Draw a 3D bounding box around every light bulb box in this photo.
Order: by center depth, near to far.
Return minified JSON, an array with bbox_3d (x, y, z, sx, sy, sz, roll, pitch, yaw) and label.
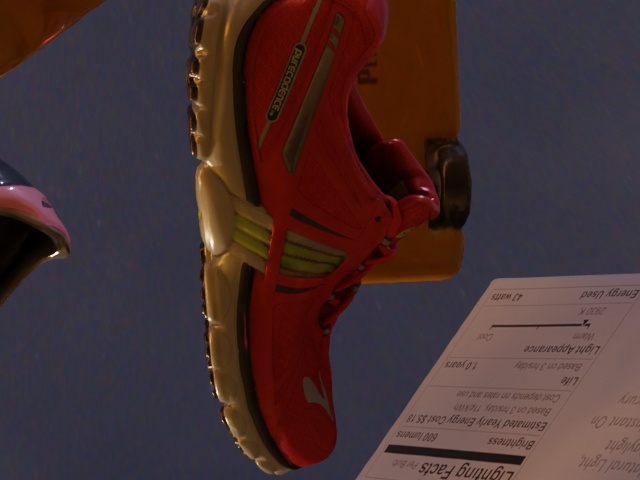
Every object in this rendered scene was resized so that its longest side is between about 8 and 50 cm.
[{"bbox_3d":[0.176,0.220,1.072,0.225,0.358,0.361,44,-111,-20],"label":"light bulb box"}]

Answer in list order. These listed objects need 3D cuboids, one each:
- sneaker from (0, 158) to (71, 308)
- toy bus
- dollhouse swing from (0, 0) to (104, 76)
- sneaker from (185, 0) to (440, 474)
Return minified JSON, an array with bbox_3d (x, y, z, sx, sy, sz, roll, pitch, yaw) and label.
[{"bbox_3d":[-0.284,0.073,1.102,0.319,0.131,0.112,-54,-36,-17],"label":"sneaker"},{"bbox_3d":[0.019,-0.142,1.036,0.108,0.130,0.332,-3,-90,-5],"label":"toy bus"},{"bbox_3d":[-0.229,-0.146,0.632,0.347,0.305,0.315,-29,-88,9],"label":"dollhouse swing"},{"bbox_3d":[0.000,0.000,0.884,0.118,0.107,0.279,-2,-60,2],"label":"sneaker"}]
